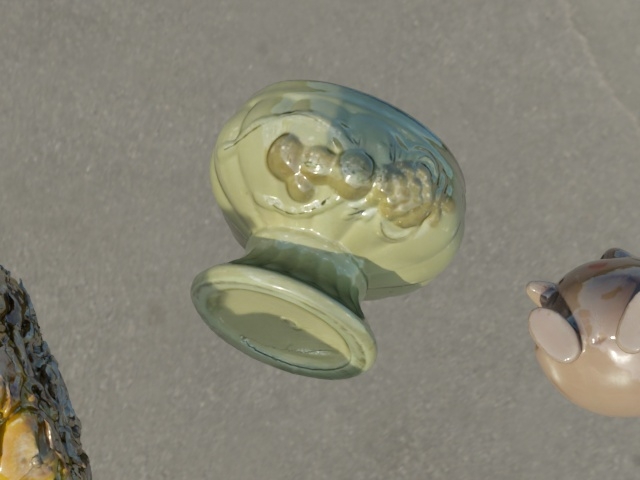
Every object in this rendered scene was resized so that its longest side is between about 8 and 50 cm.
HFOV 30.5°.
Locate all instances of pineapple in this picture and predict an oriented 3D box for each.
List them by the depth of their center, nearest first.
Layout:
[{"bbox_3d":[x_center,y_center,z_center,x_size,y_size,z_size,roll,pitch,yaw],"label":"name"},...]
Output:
[{"bbox_3d":[-0.180,0.088,0.654,0.076,0.225,0.225,-20,71,-12],"label":"pineapple"}]

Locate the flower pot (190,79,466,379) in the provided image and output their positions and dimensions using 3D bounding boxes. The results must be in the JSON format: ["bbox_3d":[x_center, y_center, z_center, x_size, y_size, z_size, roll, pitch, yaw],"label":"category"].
[{"bbox_3d":[0.000,0.000,1.296,0.307,0.307,0.244,26,64,-9],"label":"flower pot"}]

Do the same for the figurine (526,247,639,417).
[{"bbox_3d":[0.211,0.062,0.817,0.138,0.125,0.125,8,54,-58],"label":"figurine"}]
